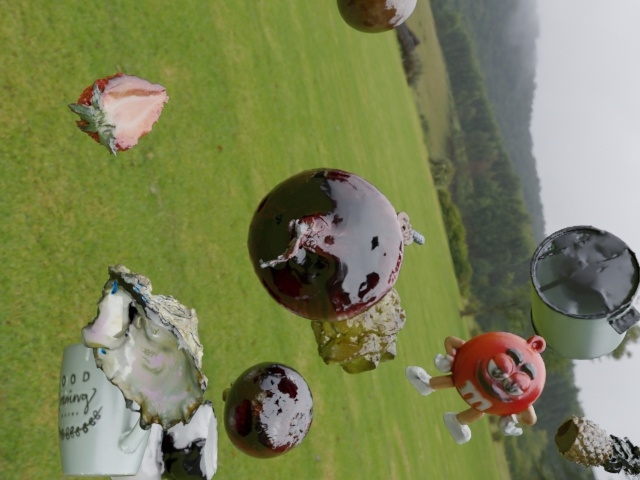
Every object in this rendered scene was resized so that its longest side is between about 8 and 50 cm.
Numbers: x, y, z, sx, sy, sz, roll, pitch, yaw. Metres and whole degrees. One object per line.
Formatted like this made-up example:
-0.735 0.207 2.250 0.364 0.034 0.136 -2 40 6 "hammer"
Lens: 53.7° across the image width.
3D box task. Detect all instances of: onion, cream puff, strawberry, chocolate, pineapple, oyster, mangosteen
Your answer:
0.000 0.000 1.056 0.285 0.273 0.272 34 42 -72 "onion"
0.090 0.191 1.459 0.196 0.244 0.244 -176 -113 -74 "cream puff"
-0.451 -0.310 1.421 0.228 0.098 0.174 -59 143 -36 "strawberry"
0.112 -0.503 1.280 0.177 0.177 0.176 -17 90 -75 "chocolate"
0.440 0.324 0.961 0.074 0.160 0.074 -157 -90 -84 "pineapple"
-0.264 0.160 0.940 0.259 0.198 0.092 60 29 -12 "oyster"
-0.147 0.401 1.549 0.236 0.262 0.235 -18 114 -45 "mangosteen"

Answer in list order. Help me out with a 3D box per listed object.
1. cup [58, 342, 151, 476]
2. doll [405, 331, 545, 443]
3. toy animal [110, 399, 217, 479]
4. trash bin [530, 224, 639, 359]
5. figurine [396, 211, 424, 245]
-0.377 0.315 1.182 0.186 0.258 0.233 22 57 -44 "cup"
0.255 0.219 0.961 0.183 0.217 0.085 53 31 -3 "doll"
-0.339 0.436 1.342 0.187 0.235 0.165 -92 -174 -59 "toy animal"
0.582 0.125 1.412 0.277 0.217 0.262 55 -2 35 "trash bin"
0.044 -0.023 1.613 0.261 0.382 0.186 -9 92 -44 "figurine"
